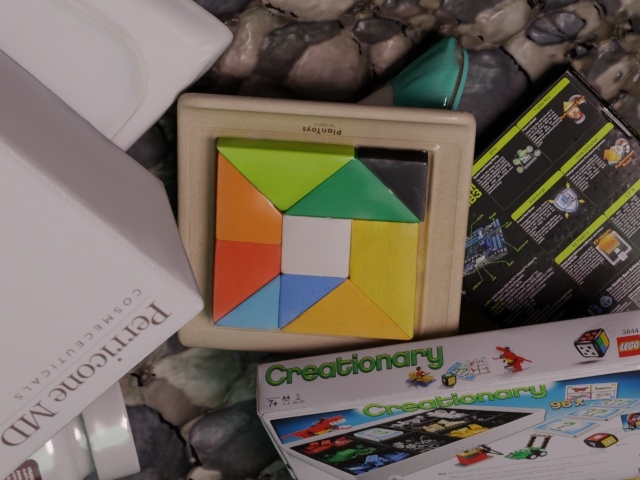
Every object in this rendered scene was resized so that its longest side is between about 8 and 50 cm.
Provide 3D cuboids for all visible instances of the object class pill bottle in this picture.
[{"bbox_3d":[-0.261,0.164,1.479,0.221,0.121,0.121,-14,127,-8],"label":"pill bottle"}]

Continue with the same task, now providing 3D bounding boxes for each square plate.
[{"bbox_3d":[-0.291,-0.102,1.326,0.344,0.049,0.347,33,109,-34],"label":"square plate"}]

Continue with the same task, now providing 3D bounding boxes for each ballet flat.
[{"bbox_3d":[0.038,-0.050,1.455,0.087,0.083,0.247,12,119,-12],"label":"ballet flat"}]

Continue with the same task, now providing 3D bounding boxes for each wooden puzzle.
[{"bbox_3d":[0.000,0.000,1.421,0.221,0.044,0.239,4,124,2],"label":"wooden puzzle"}]

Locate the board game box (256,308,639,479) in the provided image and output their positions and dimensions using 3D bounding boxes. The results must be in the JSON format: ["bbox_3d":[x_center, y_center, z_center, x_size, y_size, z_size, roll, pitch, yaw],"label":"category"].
[{"bbox_3d":[0.120,0.144,1.496,0.305,0.053,0.193,-8,145,10],"label":"board game box"}]

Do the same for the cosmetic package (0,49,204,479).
[{"bbox_3d":[-0.316,-0.047,1.224,0.230,0.161,0.453,-41,127,12],"label":"cosmetic package"}]

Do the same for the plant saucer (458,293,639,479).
[{"bbox_3d":[0.239,0.121,1.643,0.333,0.081,0.333,-45,126,14],"label":"plant saucer"}]

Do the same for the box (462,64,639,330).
[{"bbox_3d":[0.194,-0.010,1.501,0.184,0.045,0.191,45,105,0],"label":"box"}]
